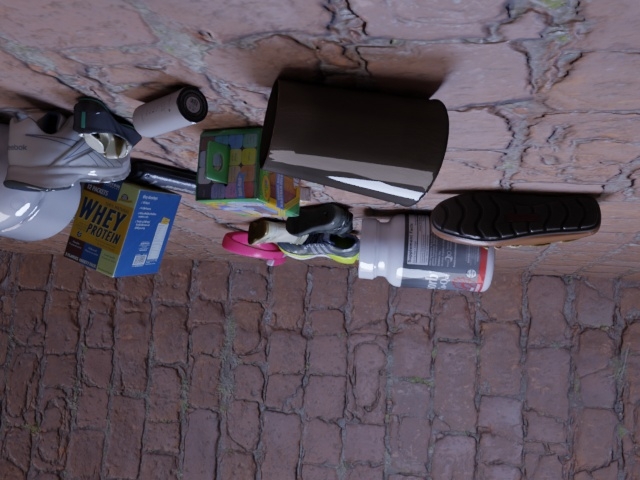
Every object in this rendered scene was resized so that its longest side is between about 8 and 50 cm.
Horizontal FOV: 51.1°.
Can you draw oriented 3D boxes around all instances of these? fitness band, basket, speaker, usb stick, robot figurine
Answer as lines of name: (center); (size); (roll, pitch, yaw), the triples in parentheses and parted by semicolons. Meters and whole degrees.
fitness band: (-0.226, 0.025, 2.352); (0.208, 0.054, 0.291); (20, -172, 14)
basket: (0.036, -0.143, 0.948); (0.226, 0.154, 0.204); (9, 170, -14)
speaker: (-0.232, -0.194, 1.022); (0.055, 0.055, 0.136); (11, 169, -43)
usb stick: (-0.312, -0.134, 1.549); (0.277, 0.045, 0.077); (11, 170, -44)
robot figurine: (-0.590, -0.106, 1.271); (0.300, 0.200, 0.353); (-39, 176, -4)

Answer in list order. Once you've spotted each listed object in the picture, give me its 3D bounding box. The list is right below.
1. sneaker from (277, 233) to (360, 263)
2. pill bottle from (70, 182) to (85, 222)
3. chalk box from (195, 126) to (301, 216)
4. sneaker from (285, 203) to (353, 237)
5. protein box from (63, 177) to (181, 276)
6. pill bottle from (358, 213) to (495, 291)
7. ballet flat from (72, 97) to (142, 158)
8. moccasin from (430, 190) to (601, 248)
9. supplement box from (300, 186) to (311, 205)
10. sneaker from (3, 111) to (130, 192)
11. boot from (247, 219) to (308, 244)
sneaker: (0.000, 0.000, 2.280); (0.299, 0.111, 0.121); (4, 154, 0)
pill bottle: (-0.632, -0.108, 1.578); (0.245, 0.131, 0.130); (2, 172, 15)
chalk box: (-0.136, -0.124, 1.211); (0.131, 0.133, 0.213); (1, 173, 24)
sneaker: (0.006, -0.046, 1.895); (0.130, 0.087, 0.227); (19, 159, -41)
protein box: (-0.447, -0.037, 1.533); (0.135, 0.201, 0.200); (20, -174, 14)
pill bottle: (0.293, 0.031, 1.882); (0.362, 0.210, 0.210); (3, 172, 4)
ballet flat: (-0.365, -0.179, 1.145); (0.074, 0.074, 0.203); (3, 173, 6)
moccasin: (0.450, -0.046, 1.573); (0.379, 0.139, 0.147); (-6, 163, 4)
supplement box: (-0.078, -0.111, 1.637); (0.098, 0.036, 0.062); (6, 173, -18)
sneaker: (-0.429, -0.161, 1.176); (0.110, 0.130, 0.297); (4, -168, 14)
boot: (-0.143, -0.022, 2.210); (0.165, 0.077, 0.213); (4, 173, -24)
